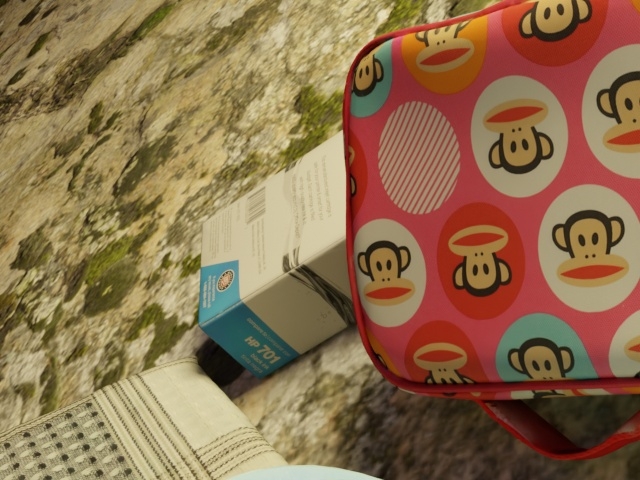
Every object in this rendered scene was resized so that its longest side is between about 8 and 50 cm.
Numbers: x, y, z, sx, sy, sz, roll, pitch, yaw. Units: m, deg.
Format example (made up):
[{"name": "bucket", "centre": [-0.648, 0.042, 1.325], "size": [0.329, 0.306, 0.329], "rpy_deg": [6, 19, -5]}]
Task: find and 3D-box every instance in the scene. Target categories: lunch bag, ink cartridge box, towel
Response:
[{"name": "lunch bag", "centre": [0.144, -0.008, 0.613], "size": [0.293, 0.120, 0.258], "rpy_deg": [-6, 87, 46]}, {"name": "ink cartridge box", "centre": [0.000, 0.000, 0.874], "size": [0.190, 0.082, 0.139], "rpy_deg": [-31, 33, 18]}, {"name": "towel", "centre": [-0.176, 0.199, 0.735], "size": [0.312, 0.056, 0.324], "rpy_deg": [-22, 26, -16]}]

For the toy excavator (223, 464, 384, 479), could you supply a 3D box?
[{"name": "toy excavator", "centre": [0.068, 0.192, 0.264], "size": [0.445, 0.222, 0.433], "rpy_deg": [-55, 25, 34]}]
